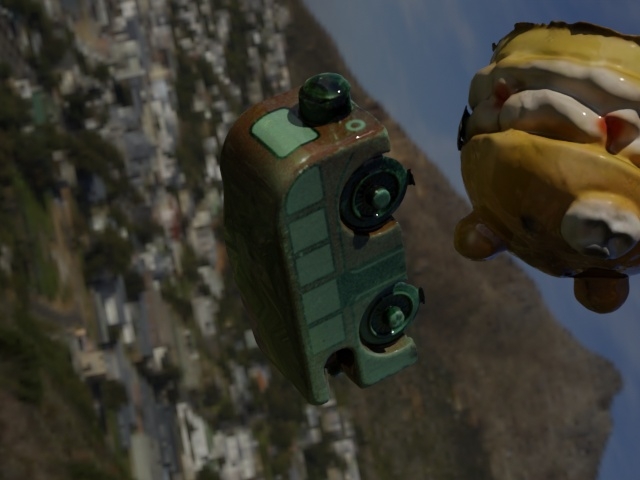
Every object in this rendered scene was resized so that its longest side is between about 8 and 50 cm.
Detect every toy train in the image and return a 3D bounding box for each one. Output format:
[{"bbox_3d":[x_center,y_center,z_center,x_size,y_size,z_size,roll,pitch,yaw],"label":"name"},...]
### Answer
[{"bbox_3d":[0.000,0.000,1.249,0.129,0.159,0.326,43,-28,43],"label":"toy train"}]

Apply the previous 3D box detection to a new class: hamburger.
[{"bbox_3d":[0.259,-0.068,1.365,0.276,0.276,0.237,79,31,-77],"label":"hamburger"}]
